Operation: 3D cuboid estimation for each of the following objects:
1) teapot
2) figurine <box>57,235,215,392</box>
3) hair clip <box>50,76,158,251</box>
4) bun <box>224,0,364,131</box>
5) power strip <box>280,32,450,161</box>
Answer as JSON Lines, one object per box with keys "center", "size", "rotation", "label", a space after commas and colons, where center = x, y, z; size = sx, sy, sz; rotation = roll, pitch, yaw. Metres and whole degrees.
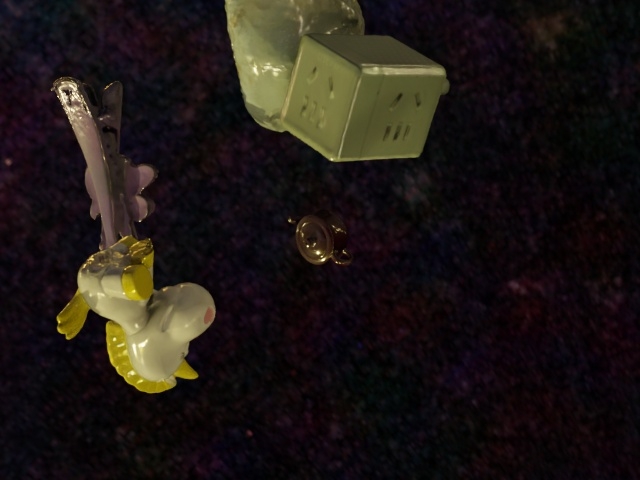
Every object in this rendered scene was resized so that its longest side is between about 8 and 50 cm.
{"center": [0.000, 0.000, 1.580], "size": [0.045, 0.068, 0.100], "rotation": [-21, 52, -43], "label": "teapot"}
{"center": [-0.182, 0.082, 1.326], "size": [0.129, 0.178, 0.109], "rotation": [-46, 31, 0], "label": "figurine"}
{"center": [-0.302, -0.113, 1.841], "size": [0.137, 0.278, 0.090], "rotation": [-5, 20, 27], "label": "hair clip"}
{"center": [-0.034, -0.331, 1.900], "size": [0.194, 0.354, 0.354], "rotation": [-6, 51, 7], "label": "bun"}
{"center": [0.078, -0.198, 1.747], "size": [0.139, 0.224, 0.140], "rotation": [37, 121, 41], "label": "power strip"}
